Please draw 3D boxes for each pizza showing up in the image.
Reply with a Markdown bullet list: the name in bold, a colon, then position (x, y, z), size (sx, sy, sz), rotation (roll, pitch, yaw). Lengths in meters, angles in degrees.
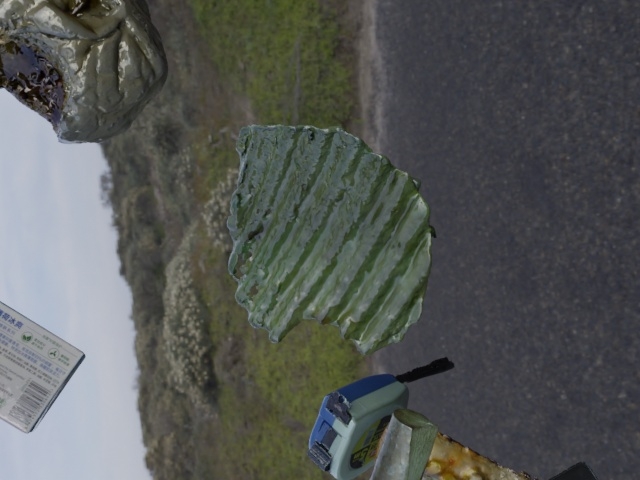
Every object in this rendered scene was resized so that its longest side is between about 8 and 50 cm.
- **pizza**: position (0.293, 0.474, 1.216), size (0.130, 0.406, 0.440), rotation (-63, -36, -35)

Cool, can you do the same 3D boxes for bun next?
- **bun**: position (-0.353, -0.286, 1.023), size (0.205, 0.282, 0.281), rotation (-47, 47, 39)

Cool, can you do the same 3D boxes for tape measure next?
- **tape measure**: position (0.121, 0.347, 1.430), size (0.098, 0.351, 0.215), rotation (37, 121, 34)

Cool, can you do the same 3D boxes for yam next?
- **yam**: position (0.102, 0.313, 0.945), size (0.068, 0.068, 0.169), rotation (-141, 69, -71)

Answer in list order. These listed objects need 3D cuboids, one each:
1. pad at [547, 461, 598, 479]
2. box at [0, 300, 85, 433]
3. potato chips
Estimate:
- **pad**: position (0.172, 0.244, 0.473), size (0.193, 0.116, 0.004), rotation (55, -173, -12)
- **box**: position (-0.473, 0.178, 1.059), size (0.139, 0.194, 0.073), rotation (-59, 6, -18)
- **potato chips**: position (0.000, -0.008, 1.178), size (0.097, 0.373, 0.389), rotation (-45, -39, -62)
